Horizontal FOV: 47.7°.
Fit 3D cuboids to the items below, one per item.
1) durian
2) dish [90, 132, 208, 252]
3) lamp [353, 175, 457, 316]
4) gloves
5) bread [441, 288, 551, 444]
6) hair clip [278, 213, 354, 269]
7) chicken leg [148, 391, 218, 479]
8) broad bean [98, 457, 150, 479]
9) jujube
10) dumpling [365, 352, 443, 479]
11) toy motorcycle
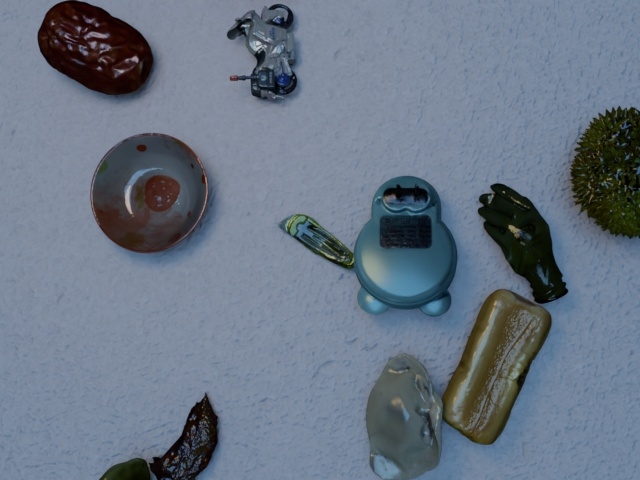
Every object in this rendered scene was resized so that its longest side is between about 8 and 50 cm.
[{"bbox_3d":[0.627,-0.126,1.413,0.291,0.224,0.291,-11,46,12],"label":"durian"},{"bbox_3d":[-0.363,-0.099,1.580,0.260,0.085,0.260,-1,85,7],"label":"dish"},{"bbox_3d":[0.173,0.009,1.472,0.210,0.147,0.283,1,91,5],"label":"lamp"},{"bbox_3d":[0.417,0.000,1.474,0.135,0.107,0.268,-23,76,-29],"label":"gloves"},{"bbox_3d":[0.345,0.250,1.451,0.142,0.091,0.305,26,86,7],"label":"bread"},{"bbox_3d":[0.000,0.000,1.551,0.188,0.033,0.060,35,86,12],"label":"hair clip"},{"bbox_3d":[-0.278,0.441,1.514,0.105,0.063,0.233,36,86,6],"label":"chicken leg"},{"bbox_3d":[-0.396,0.511,1.452,0.073,0.206,0.153,13,60,6],"label":"broad bean"},{"bbox_3d":[-0.499,-0.424,1.600,0.251,0.174,0.174,24,86,-2],"label":"jujube"},{"bbox_3d":[0.169,0.350,1.433,0.163,0.132,0.250,5,84,25],"label":"dumpling"},{"bbox_3d":[-0.128,-0.414,1.588,0.150,0.102,0.221,-3,82,-6],"label":"toy motorcycle"}]
